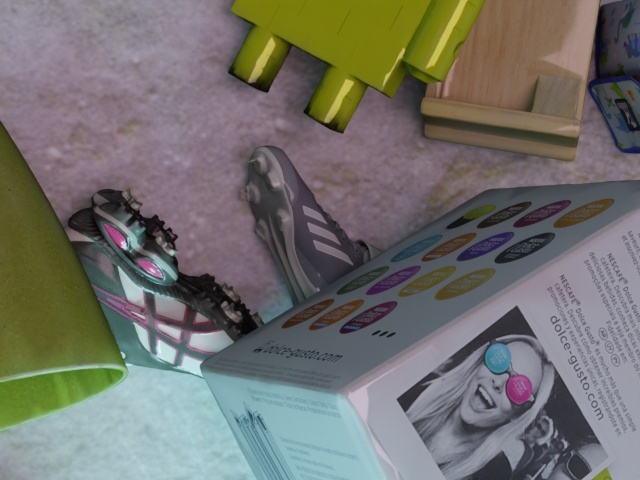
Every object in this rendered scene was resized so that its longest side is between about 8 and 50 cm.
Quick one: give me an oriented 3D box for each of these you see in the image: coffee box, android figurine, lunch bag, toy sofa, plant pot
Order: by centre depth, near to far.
[{"bbox_3d":[-0.328,0.006,1.457,0.275,0.275,0.293,-13,79,-18],"label":"plant pot"},{"bbox_3d":[0.159,0.172,1.459,0.334,0.337,0.338,-30,101,-19],"label":"coffee box"},{"bbox_3d":[0.030,-0.242,1.600,0.248,0.056,0.273,31,96,17],"label":"android figurine"},{"bbox_3d":[0.197,-0.265,1.682,0.150,0.177,0.362,9,88,6],"label":"toy sofa"},{"bbox_3d":[0.322,-0.158,1.718,0.096,0.129,0.151,0,93,-14],"label":"lunch bag"}]

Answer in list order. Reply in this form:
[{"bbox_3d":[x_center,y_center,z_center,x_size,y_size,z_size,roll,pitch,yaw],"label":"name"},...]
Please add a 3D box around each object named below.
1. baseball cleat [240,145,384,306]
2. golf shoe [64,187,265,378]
[{"bbox_3d":[0.000,0.000,1.655,0.109,0.072,0.206,-23,103,-31],"label":"baseball cleat"},{"bbox_3d":[-0.131,0.078,1.601,0.120,0.105,0.273,-45,100,6],"label":"golf shoe"}]
